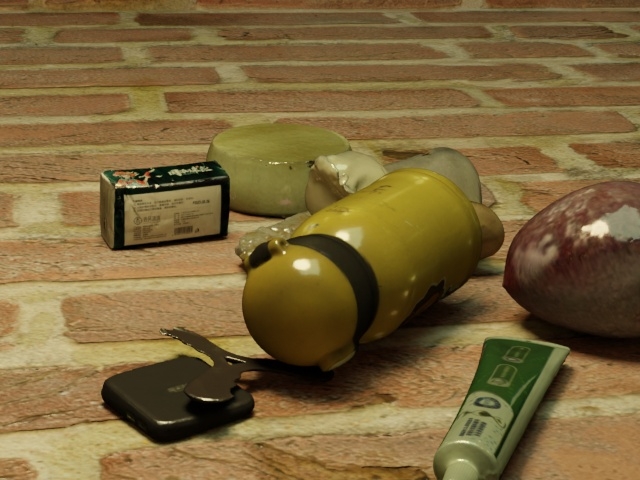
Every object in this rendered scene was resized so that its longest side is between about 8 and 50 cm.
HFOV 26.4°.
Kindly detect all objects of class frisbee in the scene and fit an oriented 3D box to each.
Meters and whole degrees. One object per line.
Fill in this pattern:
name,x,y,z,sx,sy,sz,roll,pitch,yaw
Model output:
frisbee,-0.102,0.130,1.490,0.211,0.012,0.187,-4,21,-45

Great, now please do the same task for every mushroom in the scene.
mushroom,0.163,-0.044,1.930,0.159,0.122,0.328,-34,20,6

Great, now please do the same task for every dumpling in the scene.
dumpling,0.057,-0.052,1.838,0.155,0.111,0.181,44,31,26

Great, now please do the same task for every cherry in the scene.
cherry,0.348,0.025,1.635,0.266,0.183,0.213,-15,13,-1

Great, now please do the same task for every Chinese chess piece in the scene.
Chinese chess piece,-0.061,-0.108,2.079,0.238,0.092,0.238,2,19,-1

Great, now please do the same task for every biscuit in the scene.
biscuit,0.000,0.002,1.865,0.141,0.038,0.290,19,24,27

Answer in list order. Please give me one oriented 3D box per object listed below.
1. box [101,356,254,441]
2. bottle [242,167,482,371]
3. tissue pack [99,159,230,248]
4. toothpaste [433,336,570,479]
box,-0.148,0.167,1.430,0.126,0.027,0.125,-12,27,-37
bottle,0.040,0.038,1.581,0.171,0.171,0.351,14,24,28
tissue pack,-0.217,-0.050,1.896,0.170,0.103,0.090,-7,29,-22
toothpaste,0.178,0.173,1.394,0.099,0.061,0.392,8,18,17
